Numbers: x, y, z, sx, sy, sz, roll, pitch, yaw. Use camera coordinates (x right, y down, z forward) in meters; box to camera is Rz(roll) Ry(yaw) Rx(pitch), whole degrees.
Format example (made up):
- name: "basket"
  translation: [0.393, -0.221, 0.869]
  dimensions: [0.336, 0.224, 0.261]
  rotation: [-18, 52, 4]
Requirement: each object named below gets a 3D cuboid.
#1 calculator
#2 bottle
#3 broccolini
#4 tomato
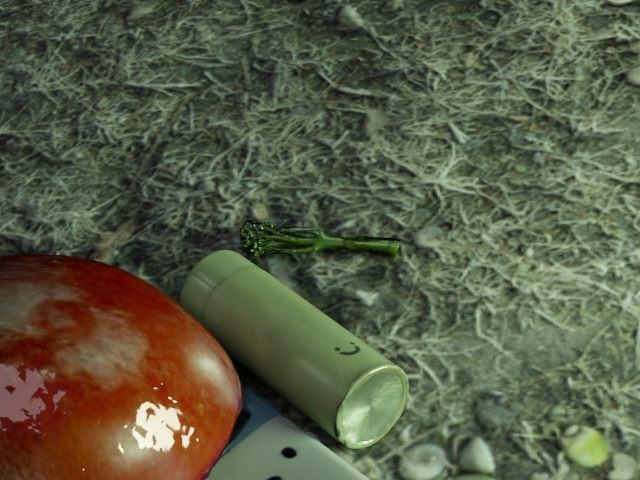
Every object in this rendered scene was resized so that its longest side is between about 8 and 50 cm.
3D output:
- name: "calculator"
  translation: [-0.045, 0.185, 1.358]
  dimensions: [0.121, 0.039, 0.210]
  rotation: [-36, 45, -22]
- name: "bottle"
  translation: [-0.024, 0.080, 1.438]
  dimensions: [0.072, 0.072, 0.201]
  rotation: [-37, 46, -21]
- name: "broccolini"
  translation: [0.000, 0.000, 1.557]
  dimensions: [0.140, 0.030, 0.035]
  rotation: [3, 9, 13]
- name: "tomato"
  translation: [-0.229, 0.097, 1.381]
  dimensions: [0.290, 0.176, 0.335]
  rotation: [-34, 33, -21]
